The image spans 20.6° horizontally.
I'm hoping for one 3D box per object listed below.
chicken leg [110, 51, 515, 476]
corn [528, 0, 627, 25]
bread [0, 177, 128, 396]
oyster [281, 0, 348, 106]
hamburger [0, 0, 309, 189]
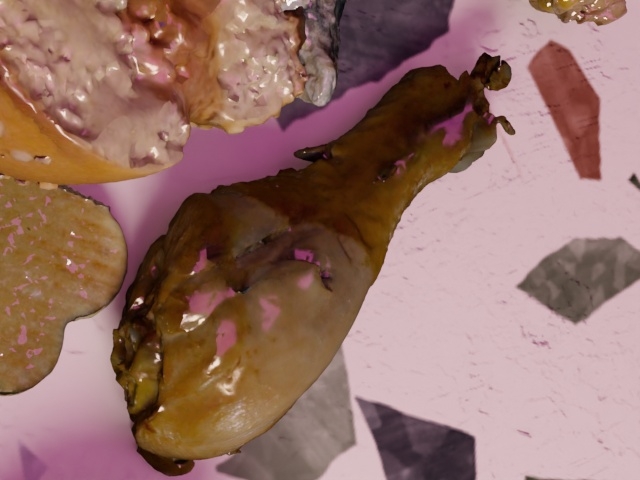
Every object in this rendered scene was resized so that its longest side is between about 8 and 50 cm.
[{"bbox_3d":[0.000,0.000,1.389,0.429,0.152,0.201,-44,117,-22],"label":"chicken leg"},{"bbox_3d":[0.155,-0.331,1.440,0.130,0.130,0.347,-32,98,-17],"label":"corn"},{"bbox_3d":[-0.293,0.019,1.307,0.286,0.056,0.207,27,81,-22],"label":"bread"},{"bbox_3d":[-0.034,-0.250,1.407,0.199,0.087,0.252,35,66,-17],"label":"oyster"},{"bbox_3d":[-0.240,-0.220,1.214,0.268,0.287,0.445,-38,101,-41],"label":"hamburger"}]
